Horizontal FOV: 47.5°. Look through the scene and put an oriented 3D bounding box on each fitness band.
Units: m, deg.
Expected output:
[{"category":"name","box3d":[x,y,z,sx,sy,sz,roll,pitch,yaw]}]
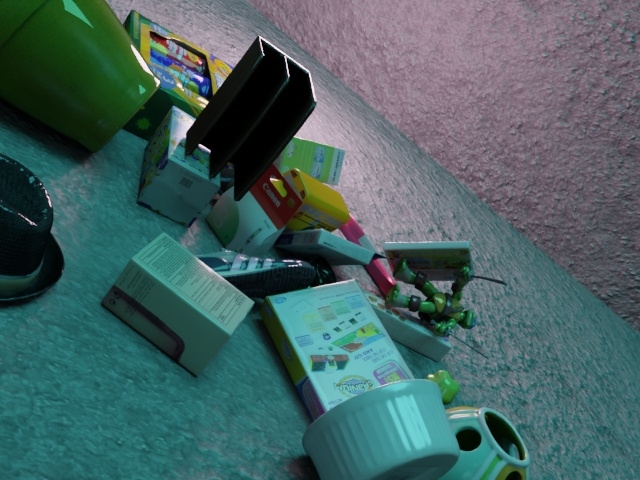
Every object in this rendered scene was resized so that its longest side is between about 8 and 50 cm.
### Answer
[{"category":"fitness band","box3d":[0.132,0.040,2.091,0.291,0.054,0.209,57,1,32]}]

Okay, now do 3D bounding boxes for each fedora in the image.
[{"category":"fedora","box3d":[-0.569,-0.056,1.233,0.334,0.152,0.334,32,25,-17]}]

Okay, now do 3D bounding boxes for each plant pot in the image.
[{"category":"plant pot","box3d":[-0.566,-0.400,1.649,0.353,0.366,0.366,43,22,-19]}]

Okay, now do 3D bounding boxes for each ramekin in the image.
[{"category":"ramekin","box3d":[0.117,0.379,1.323,0.277,0.277,0.135,14,42,-44]}]

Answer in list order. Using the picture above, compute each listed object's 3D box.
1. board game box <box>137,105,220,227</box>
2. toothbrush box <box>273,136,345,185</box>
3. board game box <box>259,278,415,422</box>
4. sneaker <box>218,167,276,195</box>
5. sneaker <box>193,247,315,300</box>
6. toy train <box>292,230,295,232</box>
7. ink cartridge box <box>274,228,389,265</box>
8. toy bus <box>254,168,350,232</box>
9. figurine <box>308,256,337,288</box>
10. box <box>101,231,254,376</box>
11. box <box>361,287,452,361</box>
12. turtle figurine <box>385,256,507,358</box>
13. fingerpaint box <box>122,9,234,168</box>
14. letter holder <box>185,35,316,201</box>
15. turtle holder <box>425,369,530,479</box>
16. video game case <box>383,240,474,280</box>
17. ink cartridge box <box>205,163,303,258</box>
[{"category":"board game box","box3d":[-0.343,-0.185,1.785,0.144,0.142,0.275,29,27,-25]},{"category":"toothbrush box","box3d":[-0.094,-0.252,2.181,0.206,0.122,0.283,16,8,36]},{"category":"board game box","box3d":[0.040,0.240,1.572,0.242,0.064,0.317,-8,52,-31]},{"category":"sneaker","box3d":[-0.165,-0.146,1.999,0.139,0.125,0.340,31,10,29]},{"category":"sneaker","box3d":[-0.160,0.061,1.604,0.318,0.112,0.131,0,39,-37]},{"category":"toy train","box3d":[0.000,0.000,2.072,0.125,0.046,0.166,47,26,16]},{"category":"ink cartridge box","box3d":[0.027,0.032,1.896,0.223,0.045,0.223,22,-14,-29]},{"category":"toy bus","box3d":[-0.052,-0.097,1.909,0.332,0.130,0.108,22,42,-62]},{"category":"figurine","box3d":[0.003,0.155,1.771,0.209,0.092,0.215,50,27,12]},{"category":"box","box3d":[-0.268,0.119,1.388,0.232,0.127,0.149,39,24,-2]},{"category":"box","box3d":[0.210,0.227,1.957,0.324,0.067,0.063,28,26,-22]},{"category":"turtle figurine","box3d":[0.325,0.147,1.909,0.266,0.198,0.274,24,2,-8]},{"category":"fingerpaint box","box3d":[-0.412,-0.435,2.094,0.371,0.163,0.445,25,28,-28]},{"category":"letter holder","box3d":[-0.163,-0.267,1.642,0.152,0.302,0.214,30,26,-26]},{"category":"turtle holder","box3d":[0.301,0.447,1.508,0.243,0.227,0.320,34,25,-10]},{"category":"video game case","box3d":[0.299,0.059,1.990,0.206,0.226,0.026,62,31,-59]},{"category":"ink cartridge box","box3d":[-0.162,-0.069,1.741,0.056,0.225,0.181,1,44,-50]}]
